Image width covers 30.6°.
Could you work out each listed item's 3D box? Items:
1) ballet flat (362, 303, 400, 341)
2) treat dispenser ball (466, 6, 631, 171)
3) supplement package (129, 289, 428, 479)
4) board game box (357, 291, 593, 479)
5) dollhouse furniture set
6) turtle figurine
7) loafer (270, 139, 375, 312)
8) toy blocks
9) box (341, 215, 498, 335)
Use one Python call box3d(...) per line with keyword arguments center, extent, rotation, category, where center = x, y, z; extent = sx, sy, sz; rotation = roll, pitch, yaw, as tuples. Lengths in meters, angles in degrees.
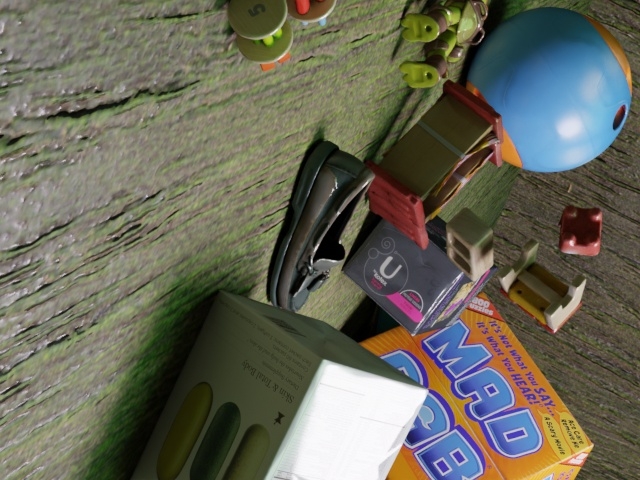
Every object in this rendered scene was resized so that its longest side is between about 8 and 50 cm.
box3d(center=(0.135, 0.198, 2.331), extent=(0.106, 0.107, 0.316), rotation=(-58, 170, -65), category="ballet flat")
box3d(center=(0.399, -0.263, 2.055), extent=(0.288, 0.288, 0.288), rotation=(-57, 165, -25), category="treat dispenser ball")
box3d(center=(-0.051, 0.231, 1.373), extent=(0.198, 0.199, 0.263), rotation=(21, 96, -46), category="supplement package")
box3d(center=(0.215, 0.384, 2.150), extent=(0.356, 0.357, 0.356), rotation=(-21, 148, -20), category="board game box")
box3d(center=(0.259, -0.041, 1.725), extent=(0.201, 0.374, 0.152), rotation=(-44, 157, -13), category="dollhouse furniture set")
box3d(center=(0.185, -0.297, 1.637), extent=(0.217, 0.087, 0.270), rotation=(-50, 161, -43), category="turtle figurine")
box3d(center=(0.000, 0.000, 1.510), extent=(0.096, 0.084, 0.268), rotation=(-47, 159, -49), category="loafer")
box3d(center=(-0.031, -0.210, 1.088), extent=(0.123, 0.054, 0.148), rotation=(-62, 166, -10), category="toy blocks")
box3d(center=(0.174, 0.051, 1.981), extent=(0.143, 0.165, 0.270), rotation=(-52, 163, 12), category="box")
